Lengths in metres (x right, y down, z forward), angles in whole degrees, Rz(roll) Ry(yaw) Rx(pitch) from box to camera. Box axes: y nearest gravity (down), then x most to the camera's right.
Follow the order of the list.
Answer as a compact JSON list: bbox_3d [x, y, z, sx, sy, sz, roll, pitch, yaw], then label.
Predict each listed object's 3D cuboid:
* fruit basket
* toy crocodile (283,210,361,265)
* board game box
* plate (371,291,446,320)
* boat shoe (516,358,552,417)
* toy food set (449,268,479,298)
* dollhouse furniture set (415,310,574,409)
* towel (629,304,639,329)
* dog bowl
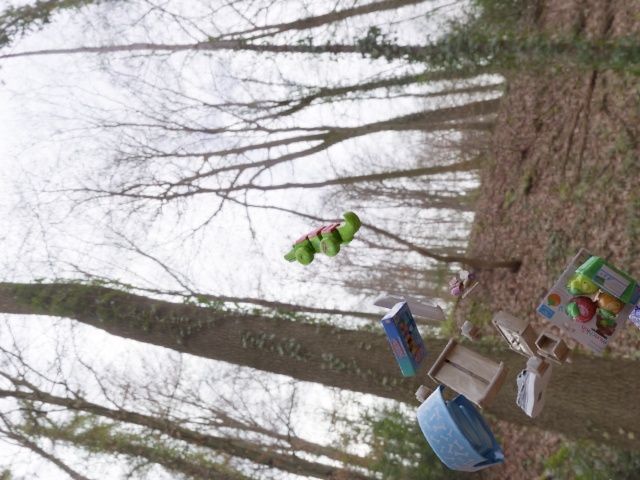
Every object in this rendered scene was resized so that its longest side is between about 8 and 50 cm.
[{"bbox_3d":[1.175,0.260,2.391,0.353,0.327,0.165,-54,-9,-1],"label":"fruit basket"},{"bbox_3d":[0.000,0.000,1.833,0.115,0.340,0.105,-38,-78,-43],"label":"toy crocodile"},{"bbox_3d":[0.292,0.335,1.897,0.160,0.047,0.210,-28,-85,-60],"label":"board game box"},{"bbox_3d":[0.347,0.247,2.142,0.277,0.277,0.045,1,-79,-79],"label":"plate"},{"bbox_3d":[0.785,0.529,2.067,0.108,0.102,0.301,-29,-51,-25],"label":"boat shoe"},{"bbox_3d":[0.362,0.110,1.430,0.019,0.122,0.078,44,-88,-11],"label":"toy food set"},{"bbox_3d":[0.514,0.411,1.615,0.356,0.303,0.174,-52,-54,-11],"label":"dollhouse furniture set"},{"bbox_3d":[1.454,0.370,2.356,0.227,0.076,0.308,45,180,-5],"label":"towel"},{"bbox_3d":[0.297,0.410,1.181,0.297,0.074,0.166,35,-159,-52],"label":"dog bowl"}]
